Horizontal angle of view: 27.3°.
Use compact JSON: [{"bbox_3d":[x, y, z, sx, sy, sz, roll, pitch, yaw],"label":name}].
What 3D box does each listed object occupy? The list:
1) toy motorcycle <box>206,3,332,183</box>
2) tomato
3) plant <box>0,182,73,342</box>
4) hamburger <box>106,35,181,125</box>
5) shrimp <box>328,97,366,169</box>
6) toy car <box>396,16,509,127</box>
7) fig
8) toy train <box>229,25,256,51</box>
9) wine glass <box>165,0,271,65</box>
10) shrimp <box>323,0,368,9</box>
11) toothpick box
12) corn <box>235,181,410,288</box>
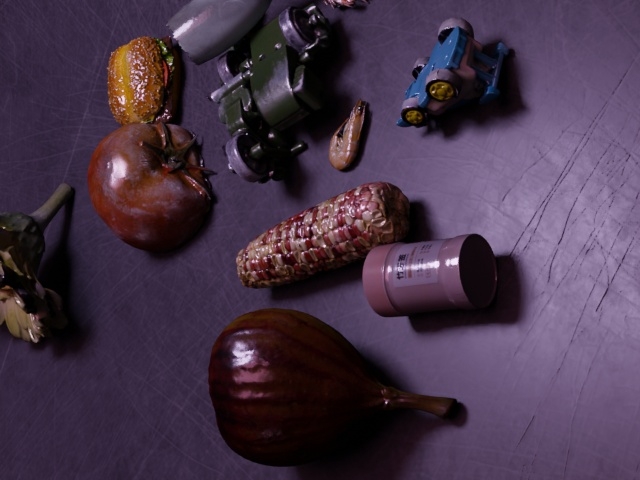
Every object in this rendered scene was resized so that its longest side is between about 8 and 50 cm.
[{"bbox_3d":[-0.062,-0.219,1.960,0.205,0.127,0.275,-30,52,28],"label":"toy motorcycle"},{"bbox_3d":[-0.285,-0.096,2.082,0.181,0.155,0.214,-42,54,26],"label":"tomato"},{"bbox_3d":[-0.497,0.034,2.170,0.261,0.297,0.305,50,147,34],"label":"plant"},{"bbox_3d":[-0.302,-0.258,2.188,0.137,0.087,0.165,-18,65,35],"label":"hamburger"},{"bbox_3d":[0.037,-0.155,1.916,0.059,0.023,0.108,5,78,49],"label":"shrimp"},{"bbox_3d":[0.176,-0.207,1.787,0.161,0.098,0.126,-54,14,49],"label":"toy car"},{"bbox_3d":[0.020,0.191,1.727,0.321,0.217,0.216,0,74,18],"label":"fig"},{"bbox_3d":[-0.147,-0.352,2.119,0.122,0.050,0.081,36,89,40],"label":"toy train"},{"bbox_3d":[-0.102,-0.425,2.060,0.310,0.096,0.264,-35,31,8],"label":"wine glass"},{"bbox_3d":[0.029,-0.363,1.982,0.092,0.038,0.029,12,126,41],"label":"shrimp"},{"bbox_3d":[0.142,0.047,1.709,0.149,0.098,0.098,-8,71,37],"label":"toothpick box"},{"bbox_3d":[0.000,0.000,1.849,0.290,0.098,0.098,-25,61,36],"label":"corn"}]
